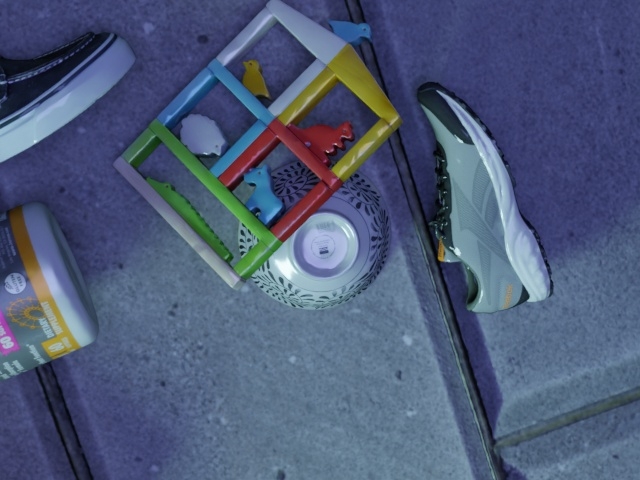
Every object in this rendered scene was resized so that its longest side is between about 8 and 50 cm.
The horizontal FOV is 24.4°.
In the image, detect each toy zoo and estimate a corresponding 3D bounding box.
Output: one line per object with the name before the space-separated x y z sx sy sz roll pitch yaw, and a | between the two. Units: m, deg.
toy zoo | -0.051 -0.118 1.546 0.293 0.030 0.192 -45 76 1

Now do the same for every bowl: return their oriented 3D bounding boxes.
bowl | 0.000 0.000 1.587 0.170 0.080 0.170 -1 100 -9

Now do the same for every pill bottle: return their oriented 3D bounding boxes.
pill bottle | -0.380 0.081 1.506 0.278 0.162 0.162 -23 102 -3

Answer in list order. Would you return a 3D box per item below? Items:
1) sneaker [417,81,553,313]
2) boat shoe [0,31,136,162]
sneaker | 0.159 -0.042 1.595 0.108 0.100 0.272 -23 102 2
boat shoe | -0.351 -0.137 1.493 0.335 0.121 0.119 -29 106 0
